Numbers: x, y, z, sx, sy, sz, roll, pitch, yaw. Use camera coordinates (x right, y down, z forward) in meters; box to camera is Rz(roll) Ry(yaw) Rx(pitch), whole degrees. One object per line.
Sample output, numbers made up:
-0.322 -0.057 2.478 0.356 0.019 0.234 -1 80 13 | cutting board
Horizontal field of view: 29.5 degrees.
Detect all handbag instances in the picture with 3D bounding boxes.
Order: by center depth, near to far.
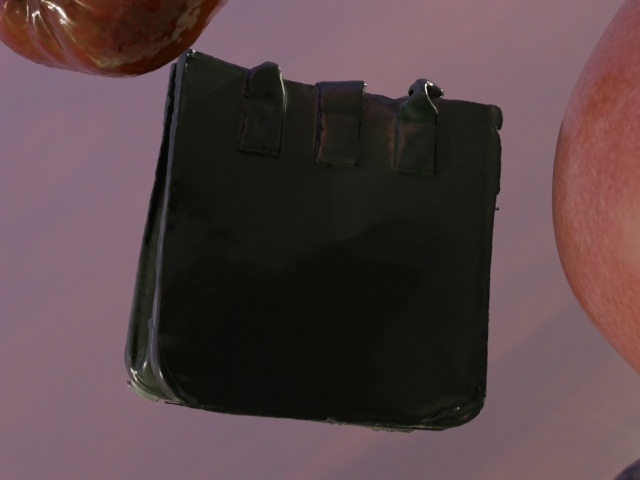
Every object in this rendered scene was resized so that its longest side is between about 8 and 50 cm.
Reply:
-0.001 0.001 0.867 0.248 0.260 0.079 9 -12 -18 | handbag

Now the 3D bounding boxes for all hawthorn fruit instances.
-0.098 -0.179 0.701 0.203 0.163 0.162 -36 -21 -45 | hawthorn fruit

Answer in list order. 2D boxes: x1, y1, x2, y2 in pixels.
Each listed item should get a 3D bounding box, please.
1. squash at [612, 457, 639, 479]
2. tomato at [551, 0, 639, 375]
0.274 0.232 0.825 0.193 0.193 0.156 -48 -34 20 | squash
0.222 -0.024 0.512 0.256 0.224 0.255 -27 -50 -39 | tomato
